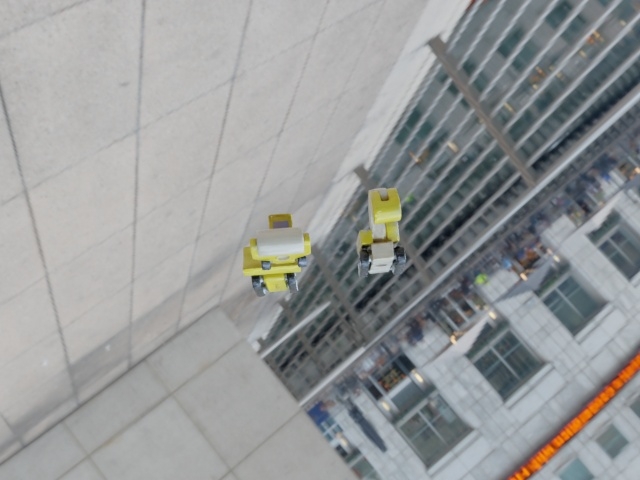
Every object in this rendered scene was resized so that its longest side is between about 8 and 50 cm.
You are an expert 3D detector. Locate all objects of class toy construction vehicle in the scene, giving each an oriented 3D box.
[{"bbox_3d":[0.000,0.000,0.363,0.085,0.035,0.098,-6,164,1],"label":"toy construction vehicle"}]
